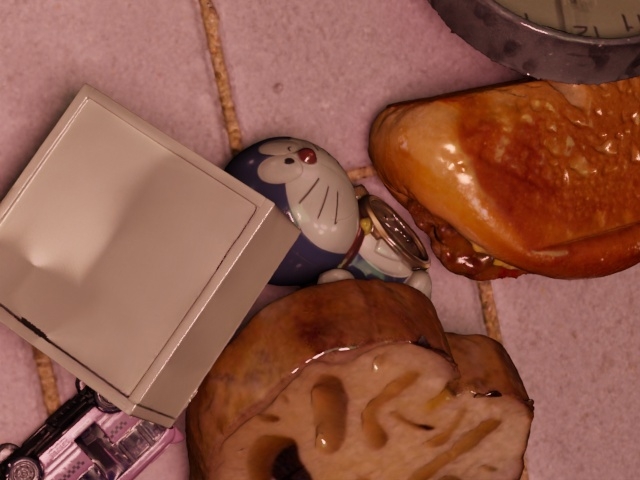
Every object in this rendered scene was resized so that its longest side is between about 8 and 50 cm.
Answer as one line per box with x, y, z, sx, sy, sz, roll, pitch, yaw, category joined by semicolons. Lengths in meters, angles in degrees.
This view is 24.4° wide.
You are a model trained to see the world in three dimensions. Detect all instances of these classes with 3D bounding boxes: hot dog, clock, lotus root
0.258;-0.071;1.586;0.405;0.185;0.223;-14;95;-21;hot dog
0.000;0.000;1.500;0.243;0.199;0.146;38;114;-22;clock
0.251;-0.305;1.554;0.319;0.066;0.319;6;57;-10;clock
0.028;0.216;1.475;0.375;0.111;0.390;-38;132;6;lotus root

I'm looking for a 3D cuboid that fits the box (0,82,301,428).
-0.175;0.016;1.370;0.225;0.117;0.225;33;86;19;box

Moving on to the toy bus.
-0.233;0.210;1.442;0.199;0.096;0.108;-43;105;-16;toy bus
